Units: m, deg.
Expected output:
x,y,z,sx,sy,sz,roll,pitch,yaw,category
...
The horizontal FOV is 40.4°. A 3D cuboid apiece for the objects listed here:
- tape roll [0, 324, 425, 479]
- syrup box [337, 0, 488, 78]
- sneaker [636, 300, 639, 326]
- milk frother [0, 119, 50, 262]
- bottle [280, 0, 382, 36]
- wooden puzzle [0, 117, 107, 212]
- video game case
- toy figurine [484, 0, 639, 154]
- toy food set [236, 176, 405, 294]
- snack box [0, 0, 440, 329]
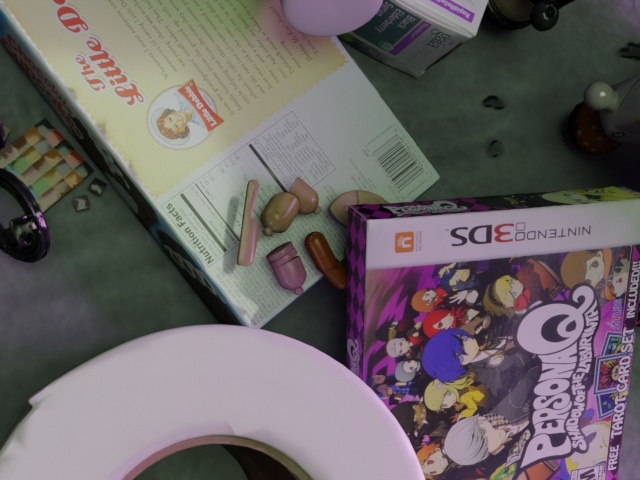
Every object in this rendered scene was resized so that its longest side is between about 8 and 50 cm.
x,y,z,sx,sy,sz,roll,pitch,yaw,category
-0.077,0.175,0.509,0.246,0.169,0.246,3,80,-18,tape roll
0.095,-0.258,0.680,0.096,0.093,0.236,26,74,-13,syrup box
0.241,0.050,0.694,0.170,0.063,0.074,-38,95,-20,sneaker
-0.248,-0.029,0.508,0.135,0.129,0.143,-34,86,-24,milk frother
-0.015,-0.274,0.606,0.118,0.092,0.282,9,59,-34,bottle
-0.190,-0.050,0.595,0.049,0.006,0.083,-44,96,-20,wooden puzzle
0.120,0.083,0.608,0.210,0.042,0.232,-4,108,-17,video game case
0.260,-0.186,0.704,0.213,0.148,0.209,-36,99,-23,toy figurine
0.000,0.000,0.582,0.122,0.019,0.077,12,79,-28,toy food set
-0.083,-0.113,0.613,0.187,0.060,0.322,-39,95,-21,snack box
